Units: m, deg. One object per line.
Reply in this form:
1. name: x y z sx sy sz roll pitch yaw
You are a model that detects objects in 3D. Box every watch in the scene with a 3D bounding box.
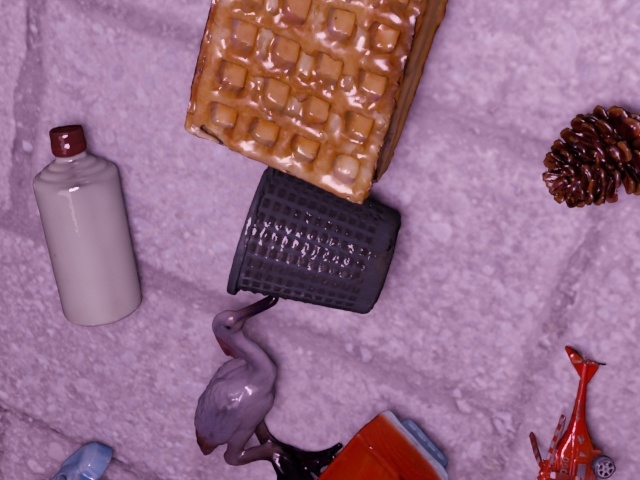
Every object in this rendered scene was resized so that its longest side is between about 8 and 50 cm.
1. watch: -0.322 0.423 1.395 0.193 0.211 0.211 40 124 -21

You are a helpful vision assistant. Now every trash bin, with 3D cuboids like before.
1. trash bin: 0.000 0.000 1.062 0.161 0.175 0.175 18 120 -1

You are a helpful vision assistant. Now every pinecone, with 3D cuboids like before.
1. pinecone: 0.268 -0.077 0.942 0.109 0.102 0.102 -24 105 -1

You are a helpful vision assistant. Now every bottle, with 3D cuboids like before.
1. bottle: -0.290 -0.022 1.195 0.104 0.104 0.245 3 115 21

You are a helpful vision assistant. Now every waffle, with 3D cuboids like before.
1. waffle: 0.004 -0.210 0.929 0.212 0.091 0.308 23 124 8

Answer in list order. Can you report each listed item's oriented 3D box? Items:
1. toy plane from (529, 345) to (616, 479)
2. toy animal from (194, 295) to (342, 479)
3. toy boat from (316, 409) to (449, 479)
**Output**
1. toy plane: 0.285 0.218 1.096 0.077 0.126 0.194 4 81 -13
2. toy animal: -0.094 0.193 1.223 0.195 0.090 0.324 -6 122 19
3. toy boat: 0.049 0.355 1.209 0.145 0.133 0.332 44 123 23
